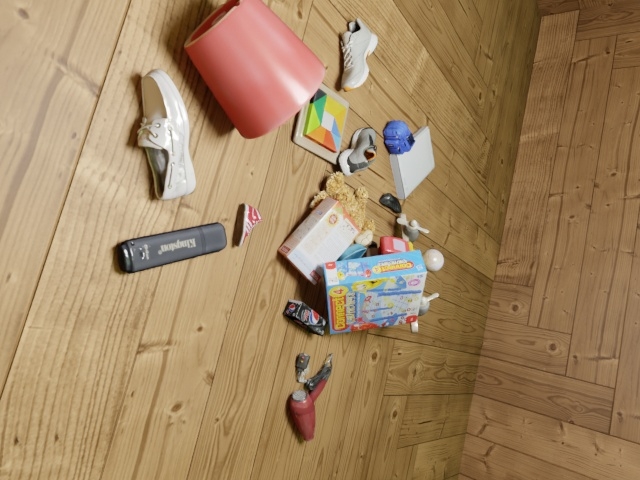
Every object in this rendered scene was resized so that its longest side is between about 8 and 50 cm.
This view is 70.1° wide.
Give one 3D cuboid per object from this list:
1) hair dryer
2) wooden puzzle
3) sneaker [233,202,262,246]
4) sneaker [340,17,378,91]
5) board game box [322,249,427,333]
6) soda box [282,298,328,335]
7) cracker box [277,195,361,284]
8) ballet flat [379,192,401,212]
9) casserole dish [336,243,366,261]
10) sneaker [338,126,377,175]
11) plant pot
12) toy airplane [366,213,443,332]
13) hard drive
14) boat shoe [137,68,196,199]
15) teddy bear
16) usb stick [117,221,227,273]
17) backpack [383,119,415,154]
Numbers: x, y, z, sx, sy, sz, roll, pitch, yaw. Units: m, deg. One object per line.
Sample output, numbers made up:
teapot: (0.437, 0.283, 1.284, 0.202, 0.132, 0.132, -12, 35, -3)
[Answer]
hair dryer: (-0.018, 0.525, 1.530, 0.223, 0.080, 0.293, 24, 77, -52)
wooden puzzle: (0.014, -0.381, 1.456, 0.239, 0.044, 0.221, 19, 80, -52)
sneaker: (-0.196, -0.037, 1.243, 0.067, 0.042, 0.118, 17, 80, -49)
sneaker: (0.101, -0.613, 1.506, 0.121, 0.099, 0.262, 36, 59, -40)
board game box: (0.167, 0.174, 1.469, 0.308, 0.302, 0.086, 84, -3, -51)
soda box: (-0.046, 0.250, 1.466, 0.169, 0.060, 0.053, 45, 60, -45)
cracker box: (0.000, 0.000, 1.415, 0.232, 0.067, 0.156, -48, 129, -10)
ballet flat: (0.291, -0.151, 1.861, 0.173, 0.049, 0.057, 30, 44, -55)
casserole dish: (0.083, 0.067, 1.543, 0.114, 0.188, 0.037, -21, 68, -32)
sneaker: (0.155, -0.311, 1.584, 0.271, 0.108, 0.100, -61, 138, -45)
plant pot: (-0.162, -0.419, 1.068, 0.243, 0.275, 0.275, 47, 59, -34)
toy airplane: (0.350, 0.113, 1.776, 0.386, 0.272, 0.384, 70, 24, -11)
hard drive: (0.401, -0.338, 1.964, 0.307, 0.040, 0.203, -44, 128, -40)
boat shoe: (-0.343, -0.220, 0.981, 0.096, 0.098, 0.277, -31, 120, -46)
teddy bear: (0.090, -0.076, 1.549, 0.245, 0.113, 0.338, -47, 129, -34)
usb stick: (-0.335, 0.013, 1.070, 0.278, 0.045, 0.077, -16, 109, -49)
backpack: (0.302, -0.402, 1.780, 0.101, 0.098, 0.120, -58, 137, -24)
